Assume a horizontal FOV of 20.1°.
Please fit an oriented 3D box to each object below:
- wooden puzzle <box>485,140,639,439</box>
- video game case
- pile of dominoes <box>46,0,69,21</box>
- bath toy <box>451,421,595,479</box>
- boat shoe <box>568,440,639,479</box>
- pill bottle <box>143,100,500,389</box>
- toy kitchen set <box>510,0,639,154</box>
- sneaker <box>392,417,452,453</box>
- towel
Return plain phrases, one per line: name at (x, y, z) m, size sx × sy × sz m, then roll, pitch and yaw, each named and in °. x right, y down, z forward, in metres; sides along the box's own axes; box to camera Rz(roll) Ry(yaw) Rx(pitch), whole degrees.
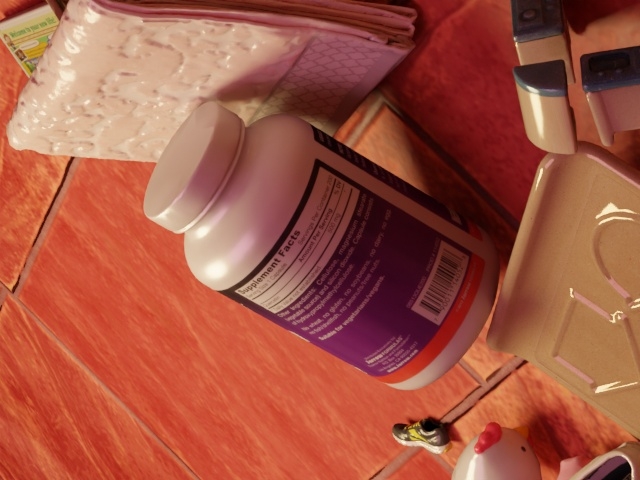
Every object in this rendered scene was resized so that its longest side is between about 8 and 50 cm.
wooden puzzle at (0.334, 0.080, 1.607) m, size 0.348 × 0.080 × 0.322 m, roll 31°, pitch 147°, yaw 16°
video game case at (-0.276, -0.186, 2.069) m, size 0.193 × 0.023 × 0.212 m, roll 56°, pitch 154°, yaw -16°
pile of dominoes at (-0.218, -0.219, 1.844) m, size 0.196 × 0.040 × 0.251 m, roll 57°, pitch -175°, yaw 26°
bath toy at (0.279, 0.288, 1.847) m, size 0.348 × 0.151 × 0.129 m, roll 29°, pitch 140°, yaw 35°
boat shoe at (0.234, 0.302, 1.751) m, size 0.267 × 0.088 × 0.096 m, roll -48°, pitch 59°, yaw 19°
pill bottle at (0.000, 0.000, 1.713) m, size 0.323 × 0.181 × 0.181 m, roll 30°, pitch 155°, yaw -21°
toy kitchen set at (0.253, -0.175, 1.419) m, size 0.207 × 0.166 × 0.122 m, roll -8°, pitch 129°, yaw 11°
sneaker at (0.117, 0.218, 2.077) m, size 0.083 × 0.031 × 0.035 m, roll 10°, pitch 121°, yaw 39°
towel at (-0.112, -0.146, 1.705) m, size 0.332 × 0.317 × 0.053 m, roll 136°, pitch 135°, yaw -60°
